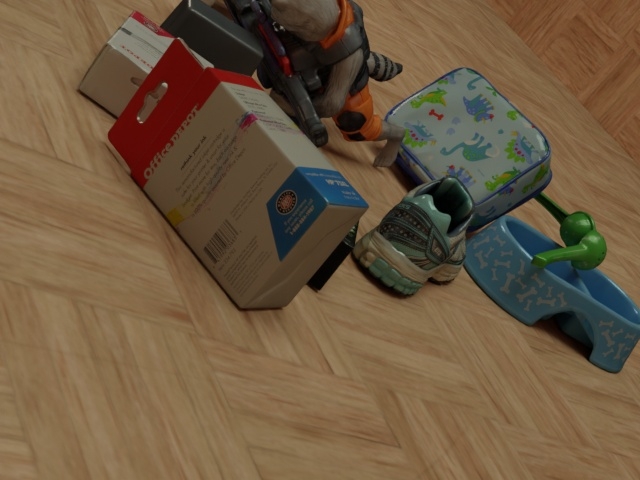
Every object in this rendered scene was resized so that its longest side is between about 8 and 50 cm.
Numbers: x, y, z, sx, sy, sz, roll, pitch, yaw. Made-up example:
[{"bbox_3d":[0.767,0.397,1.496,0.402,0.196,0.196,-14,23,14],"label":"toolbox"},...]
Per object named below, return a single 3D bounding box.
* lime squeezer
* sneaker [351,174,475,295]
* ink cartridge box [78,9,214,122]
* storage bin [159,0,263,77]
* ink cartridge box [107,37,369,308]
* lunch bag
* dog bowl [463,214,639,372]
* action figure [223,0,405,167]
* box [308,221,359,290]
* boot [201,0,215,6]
[{"bbox_3d":[0.328,-0.006,1.637,0.110,0.058,0.310,6,22,4],"label":"lime squeezer"},{"bbox_3d":[0.142,-0.018,1.426,0.110,0.122,0.283,42,21,5],"label":"sneaker"},{"bbox_3d":[-0.181,-0.171,1.272,0.109,0.063,0.150,36,21,-12],"label":"ink cartridge box"},{"bbox_3d":[-0.135,-0.221,1.415,0.135,0.091,0.098,32,22,-23],"label":"storage bin"},{"bbox_3d":[-0.082,-0.064,1.117,0.231,0.134,0.078,49,23,23],"label":"ink cartridge box"},{"bbox_3d":[0.201,-0.127,1.692,0.219,0.176,0.090,50,-12,31],"label":"lunch bag"},{"bbox_3d":[0.321,0.066,1.630,0.297,0.074,0.166,30,22,-25],"label":"dog bowl"},{"bbox_3d":[-0.009,-0.265,1.542,0.341,0.179,0.330,61,3,18],"label":"action figure"},{"bbox_3d":[0.000,0.000,1.229,0.052,0.062,0.083,35,21,-8],"label":"box"},{"bbox_3d":[-0.171,-0.416,1.763,0.069,0.086,0.190,26,24,-33],"label":"boot"}]
